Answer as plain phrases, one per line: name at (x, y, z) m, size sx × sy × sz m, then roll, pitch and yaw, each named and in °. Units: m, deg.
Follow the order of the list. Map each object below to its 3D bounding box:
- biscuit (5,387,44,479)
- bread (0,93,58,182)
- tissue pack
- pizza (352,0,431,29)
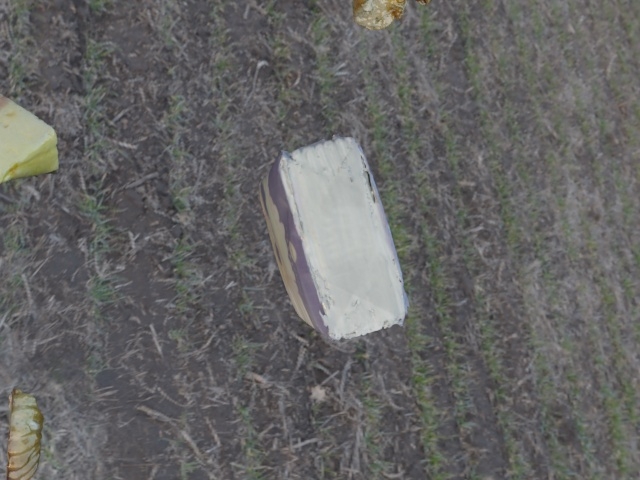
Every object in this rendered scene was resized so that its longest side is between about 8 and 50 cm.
biscuit at (-0.534, 0.367, 1.172) m, size 0.061 × 0.118 × 0.182 m, roll 3°, pitch 108°, yaw -25°
bread at (-0.600, -0.162, 1.114) m, size 0.240 × 0.135 × 0.178 m, roll 28°, pitch 50°, yaw 4°
tissue pack at (0.000, 0.000, 0.926) m, size 0.126 × 0.344 × 0.242 m, roll -18°, pitch 92°, yaw -10°
pizza at (0.117, -0.299, 0.645) m, size 0.069 × 0.194 × 0.154 m, roll 32°, pitch 63°, yaw -34°
